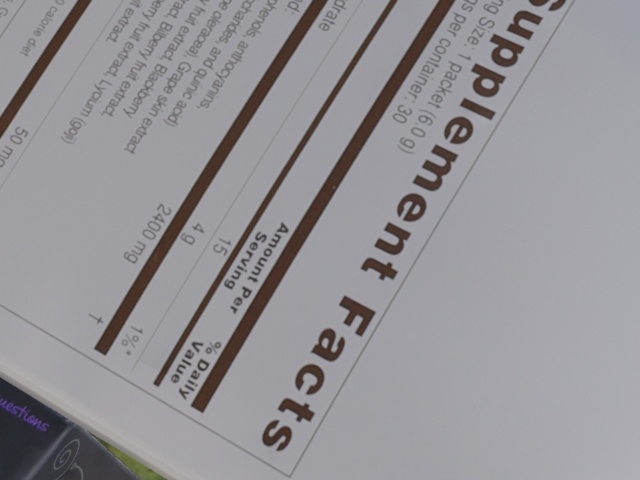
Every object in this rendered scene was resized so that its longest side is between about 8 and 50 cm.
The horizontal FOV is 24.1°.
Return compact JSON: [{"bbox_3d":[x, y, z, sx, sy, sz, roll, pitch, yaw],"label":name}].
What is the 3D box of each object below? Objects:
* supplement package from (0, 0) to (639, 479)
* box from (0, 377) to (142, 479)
[{"bbox_3d":[0.000,0.000,0.471,0.175,0.293,0.177,-58,160,-10],"label":"supplement package"},{"bbox_3d":[-0.240,0.174,0.757,0.270,0.143,0.165,-51,164,-13],"label":"box"}]
